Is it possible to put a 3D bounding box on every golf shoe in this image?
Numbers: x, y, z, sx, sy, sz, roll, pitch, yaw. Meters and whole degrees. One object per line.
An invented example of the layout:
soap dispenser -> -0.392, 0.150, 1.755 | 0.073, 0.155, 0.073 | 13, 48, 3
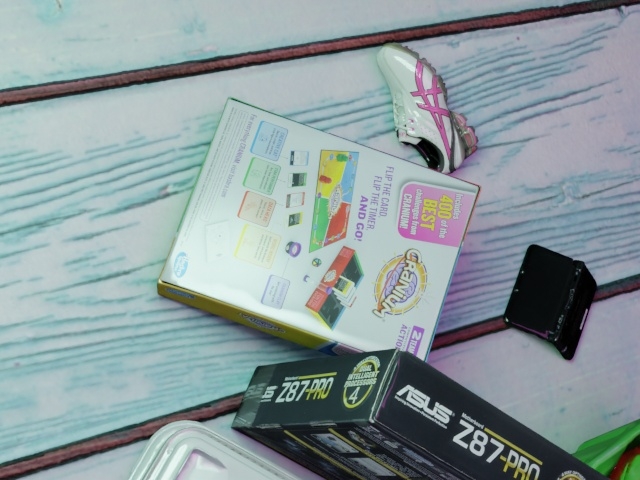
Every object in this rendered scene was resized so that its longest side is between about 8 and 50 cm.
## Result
golf shoe -> 0.125, -0.165, 1.798 | 0.086, 0.067, 0.186 | -43, 105, -26

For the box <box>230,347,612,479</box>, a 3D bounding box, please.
box -> 0.138, 0.260, 1.604 | 0.395, 0.318, 0.097 | 32, 66, -22

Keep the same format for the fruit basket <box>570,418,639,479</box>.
fruit basket -> 0.455, 0.404, 1.728 | 0.283, 0.392, 0.392 | -26, 97, -40

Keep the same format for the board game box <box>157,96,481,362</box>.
board game box -> 0.000, 0.000, 1.633 | 0.316, 0.064, 0.242 | 20, 73, 0

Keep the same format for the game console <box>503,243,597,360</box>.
game console -> 0.311, 0.084, 1.906 | 0.107, 0.071, 0.122 | 46, 60, -51

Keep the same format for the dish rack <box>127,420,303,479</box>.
dish rack -> -0.115, 0.378, 1.523 | 0.285, 0.072, 0.333 | 30, 64, -2
